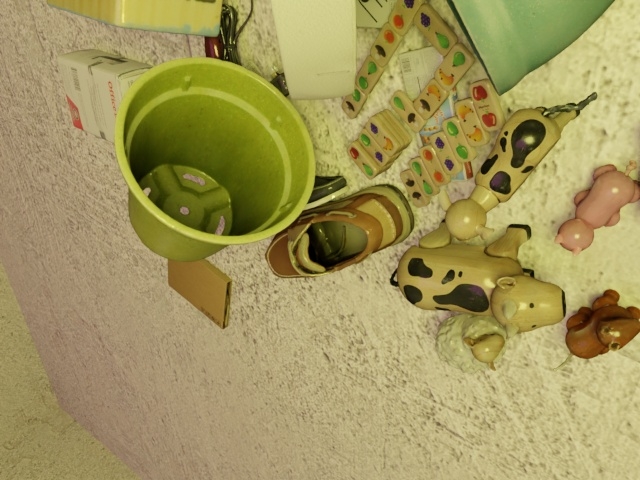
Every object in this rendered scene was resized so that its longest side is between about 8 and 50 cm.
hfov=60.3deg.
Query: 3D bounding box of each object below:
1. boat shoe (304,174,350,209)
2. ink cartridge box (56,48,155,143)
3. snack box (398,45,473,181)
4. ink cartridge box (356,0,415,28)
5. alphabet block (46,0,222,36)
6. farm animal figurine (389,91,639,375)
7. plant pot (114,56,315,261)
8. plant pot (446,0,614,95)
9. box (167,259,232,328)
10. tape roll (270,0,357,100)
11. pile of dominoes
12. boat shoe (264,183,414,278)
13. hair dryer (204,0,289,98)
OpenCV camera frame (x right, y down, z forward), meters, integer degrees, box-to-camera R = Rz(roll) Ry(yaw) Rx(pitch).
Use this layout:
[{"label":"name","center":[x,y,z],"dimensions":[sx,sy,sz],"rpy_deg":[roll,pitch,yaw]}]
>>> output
[{"label":"boat shoe","center":[-0.052,-0.092,0.916],"dimensions":[0.233,0.084,0.079],"rpy_deg":[4,118,45]},{"label":"ink cartridge box","center":[-0.430,-0.294,1.136],"dimensions":[0.218,0.092,0.158],"rpy_deg":[25,131,32]},{"label":"snack box","center":[0.152,-0.162,0.724],"dimensions":[0.064,0.022,0.178],"rpy_deg":[2,117,44]},{"label":"ink cartridge box","center":[0.066,-0.365,0.656],"dimensions":[0.097,0.046,0.207],"rpy_deg":[18,126,34]},{"label":"alphabet block","center":[-0.264,-0.419,0.798],"dimensions":[0.193,0.192,0.197],"rpy_deg":[25,116,28]},{"label":"farm animal figurine","center":[0.217,0.028,0.671],"dimensions":[0.327,0.172,0.330],"rpy_deg":[-16,103,48]},{"label":"plant pot","center":[-0.185,-0.087,0.840],"dimensions":[0.276,0.276,0.254],"rpy_deg":[55,147,1]},{"label":"plant pot","center":[0.171,-0.298,0.456],"dimensions":[0.196,0.293,0.293],"rpy_deg":[-27,96,21]},{"label":"box","center":[-0.291,0.100,1.312],"dimensions":[0.201,0.021,0.164],"rpy_deg":[34,134,23]},{"label":"tape roll","center":[-0.023,-0.338,0.541],"dimensions":[0.072,0.392,0.391],"rpy_deg":[-7,117,1]},{"label":"pile of dominoes","center":[0.110,-0.157,0.700],"dimensions":[0.196,0.040,0.251],"rpy_deg":[52,153,8]},{"label":"boat shoe","center":[0.000,0.000,0.898],"dimensions":[0.324,0.120,0.122],"rpy_deg":[-26,96,48]},{"label":"hair dryer","center":[-0.160,-0.265,0.934],"dimensions":[0.294,0.080,0.223],"rpy_deg":[-34,79,41]}]
